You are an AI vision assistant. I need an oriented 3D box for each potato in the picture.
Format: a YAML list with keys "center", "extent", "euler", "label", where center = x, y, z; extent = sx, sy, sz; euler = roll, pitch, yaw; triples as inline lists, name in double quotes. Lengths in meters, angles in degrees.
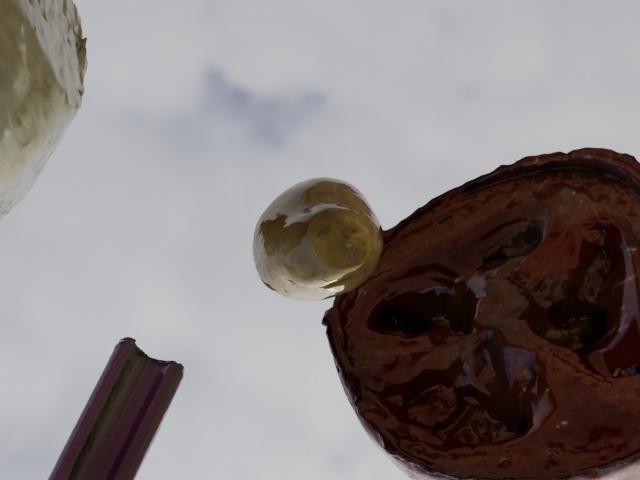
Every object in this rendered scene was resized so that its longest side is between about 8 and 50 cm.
- center: [0.000, 0.000, 0.881]
  extent: [0.062, 0.068, 0.083]
  euler: [33, 176, -6]
  label: "potato"

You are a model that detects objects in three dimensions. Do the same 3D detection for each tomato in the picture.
- center: [0.120, 0.061, 0.971]
  extent: [0.101, 0.228, 0.228]
  euler: [72, -178, -49]
  label: "tomato"

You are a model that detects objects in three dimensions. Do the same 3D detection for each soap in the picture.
- center: [-0.183, 0.193, 1.409]
  extent: [0.065, 0.122, 0.203]
  euler: [25, -125, -2]
  label: "soap"

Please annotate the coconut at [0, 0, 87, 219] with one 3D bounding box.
- center: [-0.327, -0.159, 0.929]
  extent: [0.415, 0.415, 0.345]
  euler: [31, -122, -15]
  label: "coconut"
